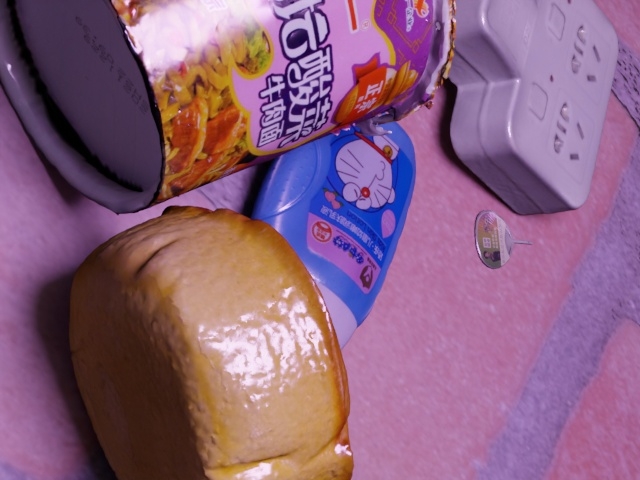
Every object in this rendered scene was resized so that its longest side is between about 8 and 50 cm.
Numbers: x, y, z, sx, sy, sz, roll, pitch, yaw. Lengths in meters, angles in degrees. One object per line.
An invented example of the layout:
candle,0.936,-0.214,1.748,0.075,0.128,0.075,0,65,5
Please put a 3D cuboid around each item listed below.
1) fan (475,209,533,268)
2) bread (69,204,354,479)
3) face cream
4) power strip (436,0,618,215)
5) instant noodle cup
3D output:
fan,0.186,0.006,1.586,0.080,0.003,0.060,35,60,-26
bread,-0.085,0.098,1.182,0.148,0.270,0.270,-22,93,-32
face cream,0.000,0.000,1.388,0.149,0.083,0.264,35,59,-25
power strip,0.180,-0.176,1.571,0.261,0.141,0.229,38,58,-42
instant noodle cup,-0.097,-0.185,1.224,0.266,0.340,0.340,-33,100,-30
